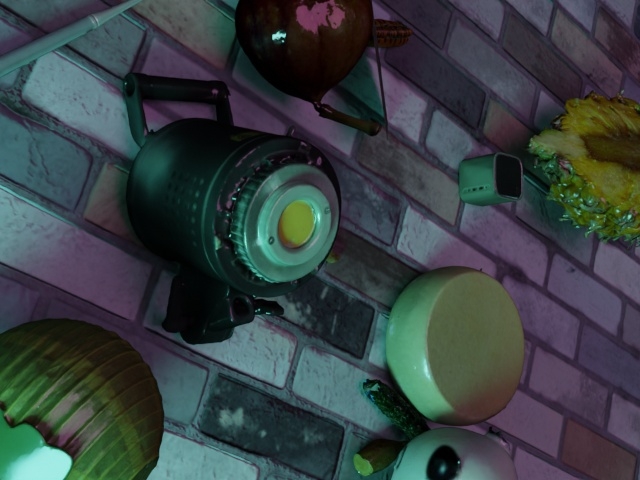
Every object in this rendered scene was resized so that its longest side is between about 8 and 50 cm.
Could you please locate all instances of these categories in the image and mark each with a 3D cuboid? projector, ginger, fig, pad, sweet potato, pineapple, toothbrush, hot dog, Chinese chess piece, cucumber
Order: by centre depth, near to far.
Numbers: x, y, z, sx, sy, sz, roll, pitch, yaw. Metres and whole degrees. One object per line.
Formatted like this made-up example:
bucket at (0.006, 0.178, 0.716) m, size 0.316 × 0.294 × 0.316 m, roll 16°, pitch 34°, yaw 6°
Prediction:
toothbrush at (-0.319, -0.280, 1.229) m, size 0.342 × 0.025 × 0.030 m, roll -43°, pitch 107°, yaw -36°
fig at (-0.023, -0.278, 1.394) m, size 0.204 × 0.186 × 0.249 m, roll -15°, pitch 112°, yaw -32°
ginger at (0.001, 0.000, 1.457) m, size 0.097 × 0.030 × 0.048 m, roll 31°, pitch 66°, yaw -35°
sweet potato at (0.102, 0.335, 1.481) m, size 0.117 × 0.049 × 0.049 m, roll -13°, pitch 92°, yaw -41°
pad at (0.092, -0.302, 1.494) m, size 0.159 × 0.009 × 0.265 m, roll -78°, pitch 160°, yaw -73°
cucumber at (0.153, 0.305, 1.532) m, size 0.256 × 0.043 × 0.044 m, roll 48°, pitch 32°, yaw -22°
Chinese chess piece at (0.229, 0.176, 1.579) m, size 0.273 × 0.102 × 0.273 m, roll 6°, pitch 81°, yaw -38°
hot dog at (0.111, -0.353, 1.601) m, size 0.122 × 0.037 × 0.049 m, roll -12°, pitch 95°, yaw -39°
projector at (0.308, -0.109, 1.701) m, size 0.083 × 0.082 × 0.083 m, roll 8°, pitch 79°, yaw -40°
pineapple at (0.498, -0.121, 1.843) m, size 0.286 × 0.209 × 0.344 m, roll 4°, pitch 53°, yaw -11°

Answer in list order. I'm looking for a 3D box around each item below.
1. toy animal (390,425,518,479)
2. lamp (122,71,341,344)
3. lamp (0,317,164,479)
toy animal at (0.204, 0.441, 1.429) m, size 0.251 × 0.251 × 0.309 m, roll -8°, pitch 100°, yaw -41°
lamp at (-0.106, -0.057, 1.215) m, size 0.205 × 0.272 × 0.374 m, roll -2°, pitch 84°, yaw -42°
lamp at (-0.312, 0.190, 1.036) m, size 0.284 × 0.250 × 0.250 m, roll 39°, pitch 54°, yaw 8°
